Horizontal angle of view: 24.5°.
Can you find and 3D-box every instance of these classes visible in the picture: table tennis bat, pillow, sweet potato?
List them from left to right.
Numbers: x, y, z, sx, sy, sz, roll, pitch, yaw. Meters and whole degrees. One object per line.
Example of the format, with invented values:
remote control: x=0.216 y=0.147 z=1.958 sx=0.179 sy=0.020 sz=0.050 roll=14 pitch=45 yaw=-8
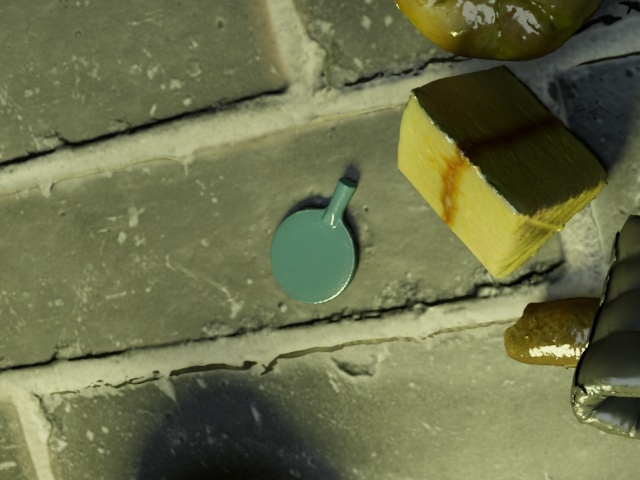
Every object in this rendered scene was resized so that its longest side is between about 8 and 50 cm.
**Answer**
table tennis bat: x=0.000 y=0.000 z=1.589 sx=0.100 sy=0.019 sz=0.155 roll=32 pitch=117 yaw=15
sweet potato: x=0.293 y=0.088 z=1.443 sx=0.244 sy=0.077 sz=0.077 roll=-5 pitch=102 yaw=28
pillow: x=0.401 y=0.087 z=1.307 sx=0.326 sy=0.228 sz=0.101 roll=8 pitch=141 yaw=22

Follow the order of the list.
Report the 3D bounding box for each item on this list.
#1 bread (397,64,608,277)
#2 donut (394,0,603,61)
bread: x=0.130 y=-0.051 z=1.376 sx=0.167 sy=0.264 sz=0.163 roll=50 pitch=117 yaw=12
donut: x=0.152 y=-0.288 z=1.370 sx=0.261 sy=0.128 sz=0.208 roll=48 pitch=120 yaw=6
